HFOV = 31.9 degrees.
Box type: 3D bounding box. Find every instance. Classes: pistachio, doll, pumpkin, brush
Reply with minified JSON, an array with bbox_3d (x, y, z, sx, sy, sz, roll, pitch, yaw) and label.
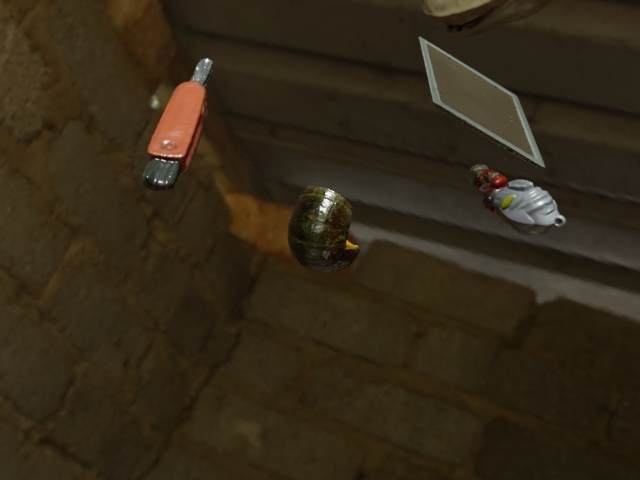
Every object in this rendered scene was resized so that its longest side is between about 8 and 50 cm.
[{"bbox_3d":[0.233,-0.344,1.503,0.136,0.135,0.226,38,-35,-27],"label":"pistachio"},{"bbox_3d":[0.287,-0.058,1.652,0.180,0.079,0.094,35,-41,41],"label":"doll"},{"bbox_3d":[0.000,0.000,2.042,0.119,0.107,0.183,9,-37,22],"label":"pumpkin"},{"bbox_3d":[-0.238,-0.203,1.952,0.070,0.323,0.051,9,-39,10],"label":"brush"}]

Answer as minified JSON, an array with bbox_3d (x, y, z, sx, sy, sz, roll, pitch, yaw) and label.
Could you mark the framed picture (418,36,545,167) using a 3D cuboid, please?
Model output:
[{"bbox_3d":[0.274,-0.243,1.965,0.232,0.296,0.019,28,-63,-16],"label":"framed picture"}]
